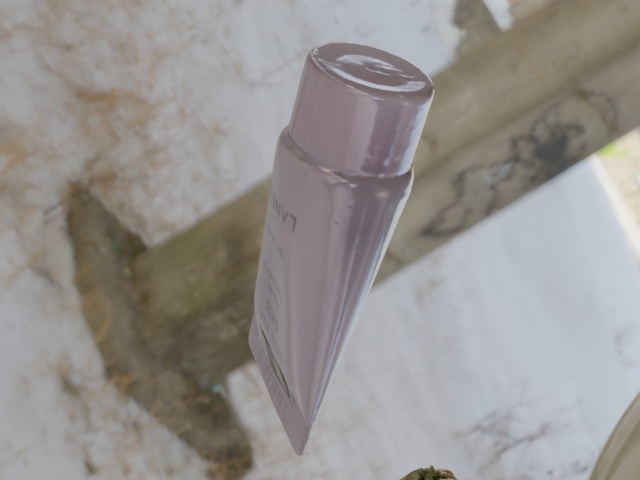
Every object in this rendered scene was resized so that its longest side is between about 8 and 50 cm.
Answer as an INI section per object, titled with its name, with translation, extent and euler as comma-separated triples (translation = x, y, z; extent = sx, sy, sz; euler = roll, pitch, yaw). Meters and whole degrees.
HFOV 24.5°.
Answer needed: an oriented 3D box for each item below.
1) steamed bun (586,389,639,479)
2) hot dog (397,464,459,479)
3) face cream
[steamed bun]
translation = 0.258, 0.182, 0.644
extent = 0.334, 0.334, 0.374
euler = 53, 27, -29
[hot dog]
translation = 0.131, 0.338, 1.424
extent = 0.072, 0.115, 0.269
euler = -31, 117, -43
[face cream]
translation = 0.000, 0.000, 1.048
extent = 0.096, 0.274, 0.154
euler = 4, 28, -24
